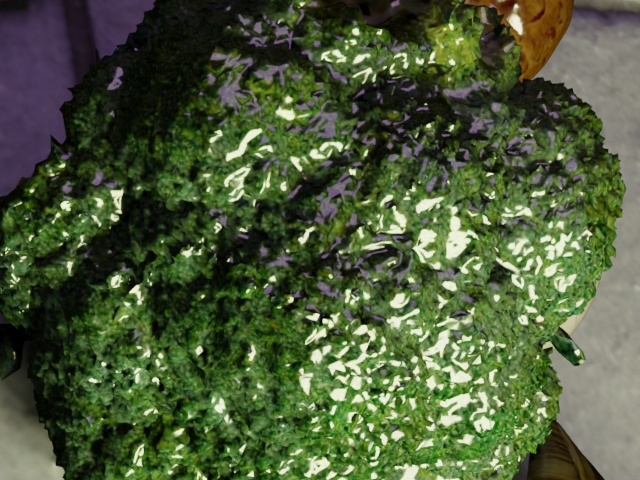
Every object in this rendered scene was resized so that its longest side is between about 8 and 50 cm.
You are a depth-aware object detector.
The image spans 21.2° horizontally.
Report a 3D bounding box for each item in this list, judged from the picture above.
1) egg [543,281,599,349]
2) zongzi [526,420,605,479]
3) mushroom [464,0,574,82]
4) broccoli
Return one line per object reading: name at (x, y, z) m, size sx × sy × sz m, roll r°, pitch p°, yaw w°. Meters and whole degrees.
egg at (0.111, 0.011, 0.989) m, size 0.103 × 0.103 × 0.135 m, roll 26°, pitch 57°, yaw -12°
zongzi at (0.207, 0.230, 0.915) m, size 0.247 × 0.111 × 0.241 m, roll 28°, pitch 46°, yaw -17°
mushroom at (0.052, -0.155, 1.008) m, size 0.231 × 0.138 × 0.194 m, roll -48°, pitch 117°, yaw -17°
broccoli at (0.000, 0.000, 0.843) m, size 0.304 × 0.321 × 0.283 m, roll 35°, pitch 23°, yaw -18°
